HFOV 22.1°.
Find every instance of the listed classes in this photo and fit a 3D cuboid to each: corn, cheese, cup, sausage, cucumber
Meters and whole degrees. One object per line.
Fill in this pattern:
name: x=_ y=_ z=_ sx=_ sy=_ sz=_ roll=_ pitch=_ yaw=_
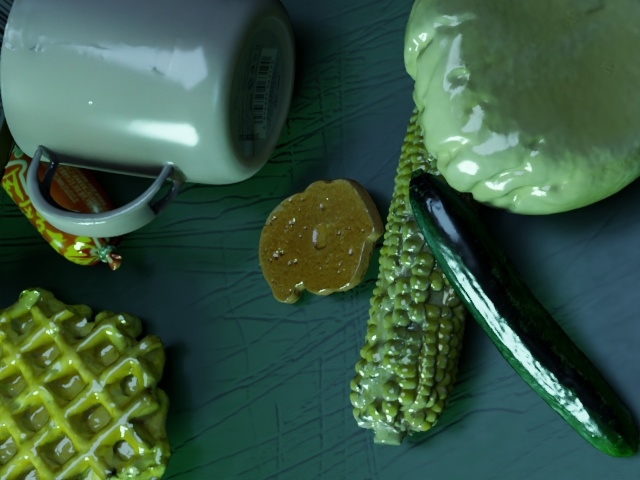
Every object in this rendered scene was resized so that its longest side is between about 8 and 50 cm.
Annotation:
corn: x=0.085 y=0.027 z=1.351 sx=0.086 sy=0.086 sz=0.288 roll=7 pitch=84 yaw=23
cheese: x=0.180 y=-0.130 z=1.291 sx=0.226 sy=0.117 sz=0.214 roll=-14 pitch=79 yaw=-10
cup: x=-0.150 y=-0.118 z=1.404 sx=0.200 sy=0.191 sz=0.253 roll=12 pitch=70 yaw=20
sausage: x=-0.262 y=-0.068 z=1.515 sx=0.083 sy=0.083 sz=0.264 roll=-46 pitch=69 yaw=10
cucumber: x=0.156 y=0.061 z=1.298 sx=0.056 sy=0.056 sz=0.284 roll=-38 pitch=91 yaw=13

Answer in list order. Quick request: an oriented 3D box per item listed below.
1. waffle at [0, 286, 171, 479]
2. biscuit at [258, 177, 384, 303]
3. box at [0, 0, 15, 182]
waffle: x=-0.252 y=0.175 z=1.464 sx=0.291 sy=0.051 sz=0.291 roll=-7 pitch=69 yaw=19
biscuit: x=0.000 y=0.000 z=1.409 sx=0.130 sy=0.019 sz=0.102 roll=-22 pitch=70 yaw=36
box: x=-0.447 y=-0.169 z=1.494 sx=0.420 sy=0.138 sz=0.373 roll=5 pitch=68 yaw=31
